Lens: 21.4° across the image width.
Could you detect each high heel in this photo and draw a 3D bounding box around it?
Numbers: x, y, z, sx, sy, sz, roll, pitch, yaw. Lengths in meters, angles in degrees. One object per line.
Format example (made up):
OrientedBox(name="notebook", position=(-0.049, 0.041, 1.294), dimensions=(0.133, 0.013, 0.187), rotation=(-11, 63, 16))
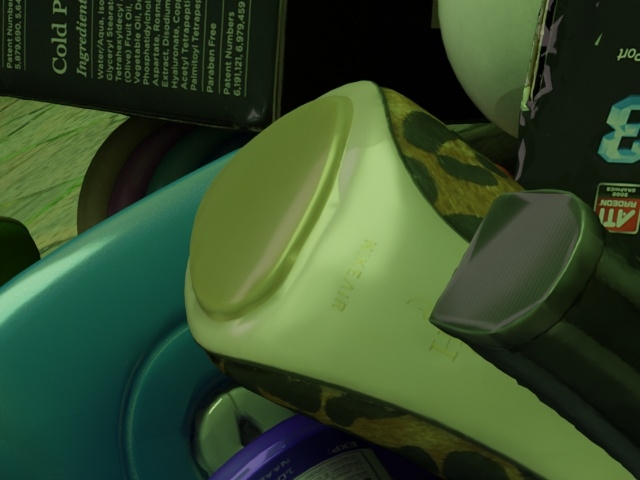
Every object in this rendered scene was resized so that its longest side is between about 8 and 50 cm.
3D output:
OrientedBox(name="high heel", position=(0.064, 0.043, 0.475), dimensions=(0.093, 0.186, 0.261), rotation=(-56, 23, -6))

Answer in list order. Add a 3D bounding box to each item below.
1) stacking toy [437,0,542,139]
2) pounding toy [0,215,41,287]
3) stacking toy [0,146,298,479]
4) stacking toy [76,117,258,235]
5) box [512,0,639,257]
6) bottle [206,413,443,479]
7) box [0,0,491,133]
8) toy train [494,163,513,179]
OrientedBox(name="stacking toy", position=(0.181, -0.214, 0.736), dimensions=(0.350, 0.350, 0.480), rotation=(-15, 38, 43))
OrientedBox(name="pounding toy", position=(-0.226, 0.087, 1.085), dimensions=(0.183, 0.110, 0.237), rotation=(-39, -16, 5))
OrientedBox(name="stacking toy", position=(-0.078, 0.091, 0.691), dimensions=(0.166, 0.175, 0.302), rotation=(-34, 4, -24))
OrientedBox(name="stacking toy", position=(0.000, 0.000, 0.888), dimensions=(0.141, 0.141, 0.330), rotation=(-36, 23, -25))
OrientedBox(name="box", position=(0.209, -0.113, 0.467), dimensions=(0.295, 0.293, 0.073), rotation=(4, -10, 40))
OrientedBox(name="bottle", position=(0.022, 0.134, 0.398), dimensions=(0.118, 0.092, 0.283), rotation=(-48, 19, 2))
OrientedBox(name="box", position=(-0.044, -0.169, 0.983), dimensions=(0.312, 0.179, 0.343), rotation=(9, 10, 34))
OrientedBox(name="toy train", position=(0.043, 0.040, 0.668), dimensions=(0.125, 0.166, 0.046), rotation=(-5, 50, 5))
